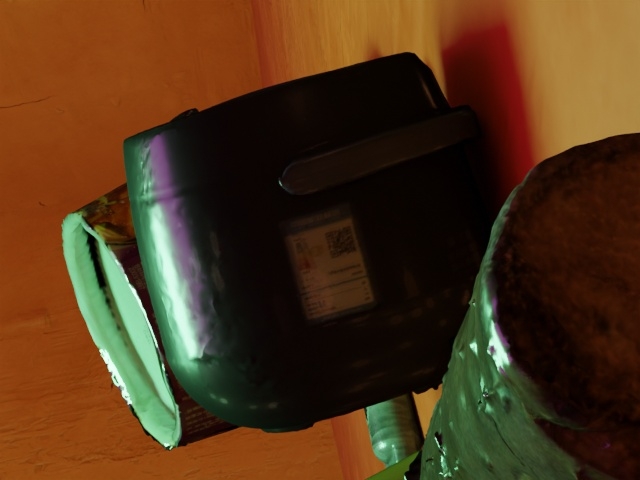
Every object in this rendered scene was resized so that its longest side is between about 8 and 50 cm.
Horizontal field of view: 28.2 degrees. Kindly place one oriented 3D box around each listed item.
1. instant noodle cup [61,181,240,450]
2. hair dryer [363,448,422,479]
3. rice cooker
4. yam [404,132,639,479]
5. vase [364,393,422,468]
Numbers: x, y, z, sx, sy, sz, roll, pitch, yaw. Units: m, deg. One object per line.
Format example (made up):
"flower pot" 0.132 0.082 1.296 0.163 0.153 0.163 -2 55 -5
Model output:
"instant noodle cup" -0.084 0.044 1.265 0.340 0.266 0.340 50 154 35
"hair dryer" 0.124 0.283 0.935 0.279 0.135 0.090 62 176 -3
"rice cooker" 0.000 0.000 0.879 0.267 0.267 0.225 -157 49 -85
"yam" 0.103 0.073 0.500 0.280 0.131 0.131 91 168 -66
"vase" 0.093 0.250 1.501 0.060 0.059 0.211 86 172 -59
